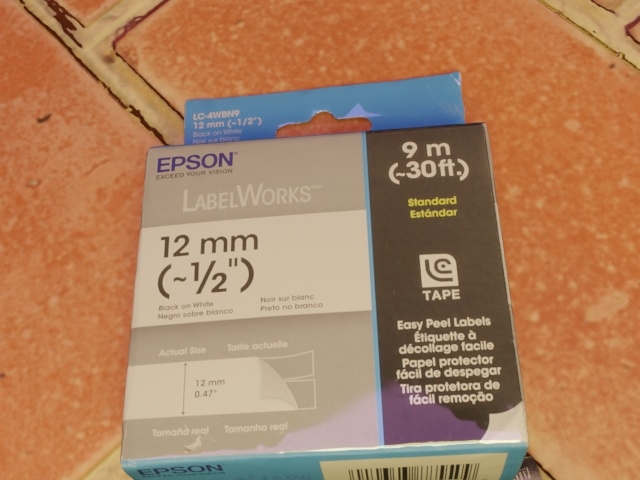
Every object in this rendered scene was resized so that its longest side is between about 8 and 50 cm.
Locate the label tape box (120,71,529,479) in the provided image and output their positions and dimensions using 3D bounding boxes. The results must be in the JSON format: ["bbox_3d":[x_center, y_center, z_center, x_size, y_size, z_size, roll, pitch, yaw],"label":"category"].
[{"bbox_3d":[0.000,0.000,0.631,0.249,0.115,0.348,-4,64,5],"label":"label tape box"}]

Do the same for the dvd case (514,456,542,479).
[{"bbox_3d":[0.096,0.269,0.557,0.164,0.018,0.221,-15,64,-1],"label":"dvd case"}]
